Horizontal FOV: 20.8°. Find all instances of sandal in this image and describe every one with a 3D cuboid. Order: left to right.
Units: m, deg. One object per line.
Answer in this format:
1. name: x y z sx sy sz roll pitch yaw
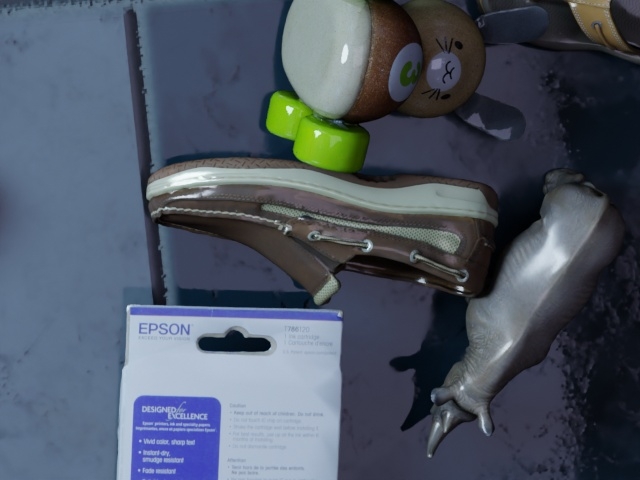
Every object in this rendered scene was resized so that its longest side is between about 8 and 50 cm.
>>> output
1. sandal: 0.226 -0.169 1.308 0.219 0.060 0.090 22 91 -9

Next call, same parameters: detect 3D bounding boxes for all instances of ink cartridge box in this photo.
1. ink cartridge box: -0.071 0.209 1.297 0.165 0.065 0.332 3 95 -8

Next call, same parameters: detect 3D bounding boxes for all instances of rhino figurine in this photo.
1. rhino figurine: 0.143 0.057 1.292 0.073 0.106 0.243 34 89 -8

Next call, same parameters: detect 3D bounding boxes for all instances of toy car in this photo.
1. toy car: 0.075 -0.129 1.260 0.188 0.149 0.155 8 106 -20

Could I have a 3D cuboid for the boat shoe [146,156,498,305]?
1. boat shoe: 0.001 -0.002 1.259 0.258 0.095 0.095 4 78 -1
